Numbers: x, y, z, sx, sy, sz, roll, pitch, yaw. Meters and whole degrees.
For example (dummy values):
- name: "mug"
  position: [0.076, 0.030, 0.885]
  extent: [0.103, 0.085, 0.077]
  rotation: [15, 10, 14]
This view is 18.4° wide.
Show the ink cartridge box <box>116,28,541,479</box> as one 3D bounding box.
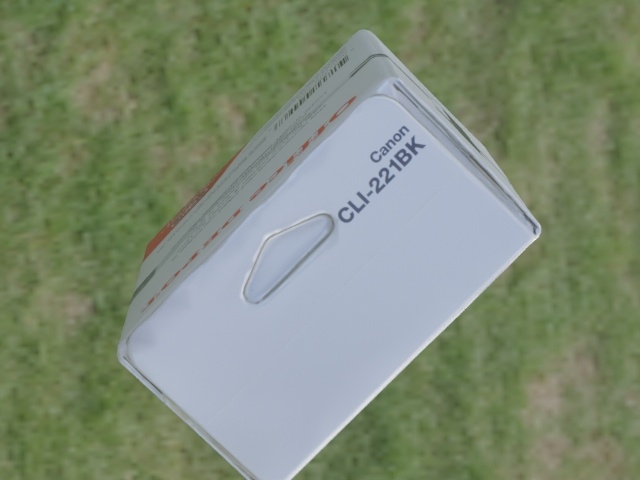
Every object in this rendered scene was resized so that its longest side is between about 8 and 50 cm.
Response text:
- name: "ink cartridge box"
  position: [0.000, 0.000, 1.086]
  extent: [0.114, 0.197, 0.273]
  rotation: [44, 7, -8]
